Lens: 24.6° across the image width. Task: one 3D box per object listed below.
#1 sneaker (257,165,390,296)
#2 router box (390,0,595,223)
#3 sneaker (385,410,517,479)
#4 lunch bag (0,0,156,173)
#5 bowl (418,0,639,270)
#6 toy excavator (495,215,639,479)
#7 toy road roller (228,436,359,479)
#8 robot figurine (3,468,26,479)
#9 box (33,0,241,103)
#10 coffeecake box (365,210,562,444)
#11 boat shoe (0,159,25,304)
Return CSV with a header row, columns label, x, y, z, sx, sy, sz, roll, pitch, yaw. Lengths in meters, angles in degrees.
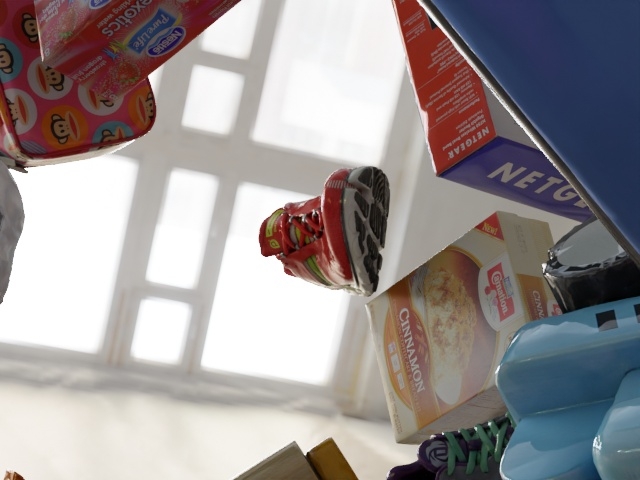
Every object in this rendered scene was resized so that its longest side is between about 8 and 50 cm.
label,x,y,z,sx,sy,sz,roll,pitch,yaw
sneaker,0.000,0.000,1.362,0.118,0.107,0.279,7,166,1
router box,0.223,-0.175,1.492,0.335,0.301,0.082,15,143,-41
sneaker,0.139,0.172,1.158,0.098,0.223,0.083,20,-135,-32
lunch bag,-0.379,-0.247,2.004,0.258,0.293,0.120,-14,180,-30
bowl,0.076,-0.104,0.564,0.391,0.077,0.391,48,-171,-11
toy excavator,0.183,0.171,0.929,0.433,0.222,0.445,-17,-160,32
toy road roller,-0.017,0.348,1.542,0.329,0.202,0.240,55,175,34
robot figurine,-0.212,0.349,1.477,0.291,0.085,0.211,43,160,-23
box,-0.224,-0.306,1.837,0.128,0.257,0.123,30,-145,-44
coffeecake box,0.134,0.082,1.296,0.068,0.142,0.185,11,145,-37
boat shoe,-0.341,0.005,1.301,0.102,0.108,0.301,-25,-159,7
